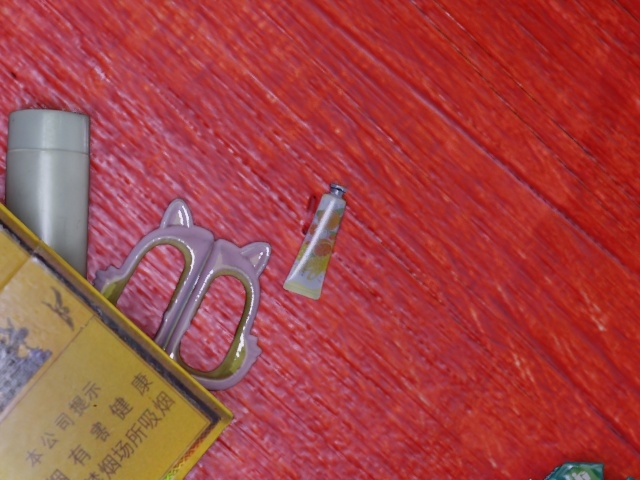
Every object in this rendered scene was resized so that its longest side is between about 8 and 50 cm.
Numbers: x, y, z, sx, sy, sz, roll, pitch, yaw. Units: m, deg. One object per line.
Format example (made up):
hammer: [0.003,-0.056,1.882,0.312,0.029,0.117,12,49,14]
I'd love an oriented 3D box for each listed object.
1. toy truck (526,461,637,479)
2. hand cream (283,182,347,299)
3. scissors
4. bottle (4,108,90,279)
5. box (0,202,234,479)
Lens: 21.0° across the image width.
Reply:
toy truck: [0.189,0.278,1.502,0.216,0.110,0.116,-44,82,-9]
hand cream: [0.000,0.000,1.522,0.035,0.022,0.102,21,88,-17]
scissors: [-0.152,0.125,1.485,0.160,0.024,0.317,27,82,-10]
bottle: [-0.230,-0.006,1.452,0.072,0.072,0.201,2,87,-10]
box: [-0.244,0.111,1.357,0.301,0.084,0.193,44,74,-13]
